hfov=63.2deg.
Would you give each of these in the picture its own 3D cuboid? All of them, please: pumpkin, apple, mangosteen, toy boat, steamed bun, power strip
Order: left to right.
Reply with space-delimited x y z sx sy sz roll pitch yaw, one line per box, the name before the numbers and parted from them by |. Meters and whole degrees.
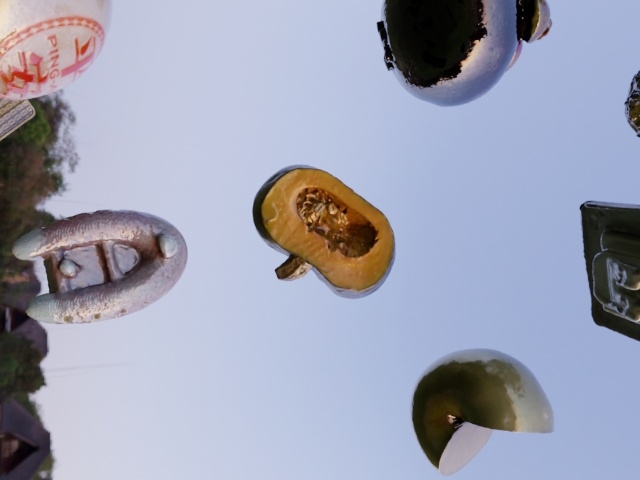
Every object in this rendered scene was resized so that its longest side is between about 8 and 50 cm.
steamed bun | -0.338 -0.245 0.588 0.232 0.232 0.145 -21 -77 52
toy boat | -0.291 0.029 0.723 0.085 0.227 0.155 -23 -99 52
pumpkin | 0.000 0.000 1.040 0.222 0.317 0.139 -54 -171 -13
mangosteen | 0.362 -0.538 1.285 0.435 0.382 0.382 -13 -108 9
apple | 0.345 0.362 1.163 0.295 0.258 0.233 -44 -120 36
power strip | 0.402 0.057 0.646 0.213 0.064 0.198 -156 -130 -69

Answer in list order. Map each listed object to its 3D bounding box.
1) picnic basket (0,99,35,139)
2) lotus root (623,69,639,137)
picnic basket | -0.532 -0.222 0.780 0.079 0.164 0.115 1 -137 31
lotus root | 0.647 -0.247 0.745 0.196 0.397 0.179 -88 158 -83
